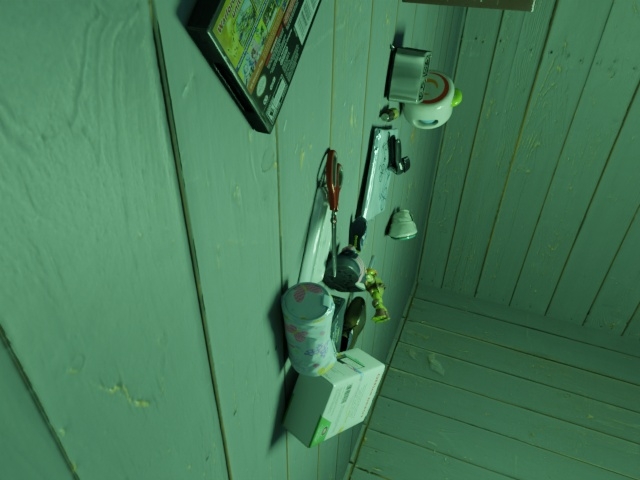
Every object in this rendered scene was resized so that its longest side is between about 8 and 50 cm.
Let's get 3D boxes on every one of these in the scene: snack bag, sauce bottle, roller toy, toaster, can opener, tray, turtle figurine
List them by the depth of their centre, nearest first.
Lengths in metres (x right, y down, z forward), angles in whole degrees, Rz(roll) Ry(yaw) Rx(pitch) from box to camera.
[{"bbox_3d":[0.000,0.000,1.266,0.145,0.030,0.271,-15,118,-71],"label":"tray"},{"bbox_3d":[0.284,-0.536,1.618,0.185,0.110,0.168,-44,144,-61],"label":"toaster"},{"bbox_3d":[0.227,-0.414,1.658,0.128,0.042,0.042,-41,143,-59],"label":"sauce bottle"},{"bbox_3d":[0.201,-0.227,1.735,0.342,0.037,0.323,-33,134,-68],"label":"snack bag"},{"bbox_3d":[0.264,-0.296,1.740,0.073,0.059,0.186,-44,144,-13],"label":"can opener"},{"bbox_3d":[0.203,0.191,1.858,0.269,0.087,0.218,74,2,-70],"label":"turtle figurine"},{"bbox_3d":[0.402,-0.527,1.885,0.191,0.209,0.146,-36,155,-6],"label":"roller toy"}]

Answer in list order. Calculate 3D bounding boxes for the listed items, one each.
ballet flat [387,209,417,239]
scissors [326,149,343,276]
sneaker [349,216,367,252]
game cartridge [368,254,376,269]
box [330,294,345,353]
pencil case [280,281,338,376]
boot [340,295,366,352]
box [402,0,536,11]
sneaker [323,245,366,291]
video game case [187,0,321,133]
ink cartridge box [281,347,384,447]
[{"bbox_3d":[0.388,-0.080,2.370,0.400,0.139,0.139,-20,123,-76],"label":"ballet flat"},{"bbox_3d":[0.027,-0.068,1.192,0.109,0.021,0.297,48,45,-67],"label":"scissors"},{"bbox_3d":[0.124,-0.027,1.622,0.144,0.053,0.059,100,15,-44],"label":"sneaker"},{"bbox_3d":[0.215,0.106,2.102,0.056,0.017,0.083,74,34,-67],"label":"game cartridge"},{"bbox_3d":[0.014,0.309,1.517,0.183,0.059,0.233,-52,153,-54],"label":"box"},{"bbox_3d":[-0.025,0.220,1.203,0.273,0.124,0.114,85,25,-47],"label":"pencil case"},{"bbox_3d":[0.112,0.315,1.817,0.106,0.082,0.219,-20,125,-74],"label":"boot"},{"bbox_3d":[0.428,-0.778,1.406,0.191,0.381,0.143,75,33,-59],"label":"box"},{"bbox_3d":[0.069,0.068,1.465,0.319,0.112,0.131,59,30,-71],"label":"sneaker"},{"bbox_3d":[-0.076,-0.334,0.720,0.248,0.035,0.275,54,52,-70],"label":"video game case"},{"bbox_3d":[0.043,0.441,1.439,0.278,0.117,0.202,1,112,-54],"label":"ink cartridge box"}]
